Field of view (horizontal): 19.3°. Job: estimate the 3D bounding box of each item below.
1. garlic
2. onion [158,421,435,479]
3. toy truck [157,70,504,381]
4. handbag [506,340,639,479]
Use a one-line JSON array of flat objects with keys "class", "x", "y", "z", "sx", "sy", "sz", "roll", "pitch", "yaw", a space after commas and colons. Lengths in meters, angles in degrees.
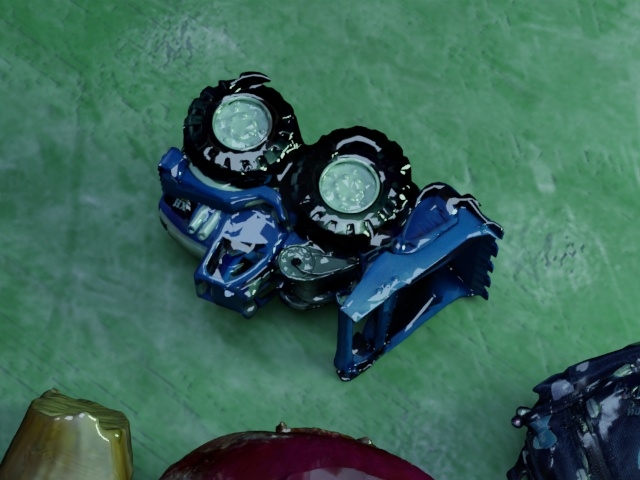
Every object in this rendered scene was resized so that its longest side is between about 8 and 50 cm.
[{"class": "garlic", "x": -0.143, "y": 0.139, "z": 1.051, "sx": 0.087, "sy": 0.195, "sz": 0.101, "roll": 13, "pitch": 87, "yaw": -5}, {"class": "onion", "x": -0.017, "y": 0.211, "z": 1.044, "sx": 0.195, "sy": 0.140, "sz": 0.218, "roll": 14, "pitch": 69, "yaw": -2}, {"class": "toy truck", "x": 0.000, "y": 0.000, "z": 1.145, "sx": 0.208, "sy": 0.113, "sz": 0.126, "roll": 24, "pitch": 68, "yaw": 11}, {"class": "handbag", "x": 0.202, "y": 0.174, "z": 1.054, "sx": 0.162, "sy": 0.113, "sz": 0.260, "roll": -27, "pitch": 58, "yaw": 15}]
